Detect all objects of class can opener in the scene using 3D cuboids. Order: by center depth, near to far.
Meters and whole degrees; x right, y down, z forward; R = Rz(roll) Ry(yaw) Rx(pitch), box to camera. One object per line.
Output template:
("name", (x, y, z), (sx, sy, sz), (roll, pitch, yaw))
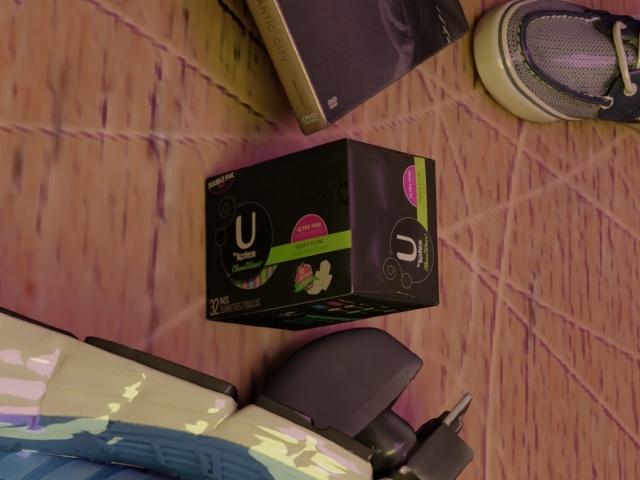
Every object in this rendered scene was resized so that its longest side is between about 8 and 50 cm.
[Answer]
("can opener", (-0.037, 0.132, 0.574), (0.095, 0.076, 0.283), (42, 47, 10))

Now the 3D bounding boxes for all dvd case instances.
("dvd case", (-0.009, -0.172, 0.669), (0.164, 0.018, 0.221), (-39, 108, -56))

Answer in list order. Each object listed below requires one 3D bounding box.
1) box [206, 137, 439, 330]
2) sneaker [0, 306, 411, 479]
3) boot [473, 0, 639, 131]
("box", (0.000, 0.000, 0.614), (0.052, 0.083, 0.062), (10, 74, -43))
("sneaker", (-0.099, 0.098, 0.458), (0.330, 0.130, 0.147), (22, 77, -18))
("boot", (0.168, -0.097, 0.803), (0.190, 0.086, 0.069), (2, 79, -45))
